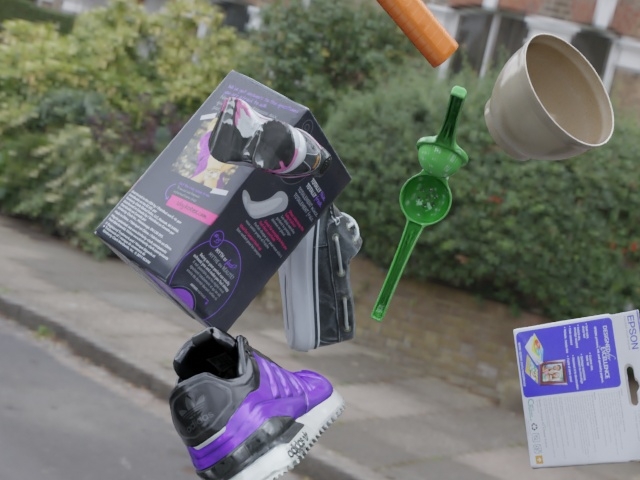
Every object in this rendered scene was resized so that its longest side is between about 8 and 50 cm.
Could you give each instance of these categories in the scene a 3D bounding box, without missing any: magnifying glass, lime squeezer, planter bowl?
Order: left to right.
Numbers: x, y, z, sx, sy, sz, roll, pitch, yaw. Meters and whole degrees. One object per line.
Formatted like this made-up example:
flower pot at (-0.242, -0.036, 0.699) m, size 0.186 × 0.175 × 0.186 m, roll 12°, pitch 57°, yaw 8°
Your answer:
magnifying glass at (0.030, -0.235, 0.882) m, size 0.231 × 0.092 × 0.026 m, roll 46°, pitch -12°, yaw -14°
lime squeezer at (0.108, -0.059, 1.138) m, size 0.059 × 0.310 × 0.110 m, roll 35°, pitch 44°, yaw 19°
planter bowl at (0.281, -0.167, 1.392) m, size 0.162 × 0.162 × 0.109 m, roll 9°, pitch -30°, yaw -37°

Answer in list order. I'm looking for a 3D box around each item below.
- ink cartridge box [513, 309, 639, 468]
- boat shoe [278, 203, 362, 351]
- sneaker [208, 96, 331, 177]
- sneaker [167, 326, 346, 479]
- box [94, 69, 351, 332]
ink cartridge box at (0.380, 0.213, 1.533) m, size 0.208 × 0.206 × 0.045 m, roll -15°, pitch -14°, yaw 43°
boat shoe at (0.000, 0.000, 1.598) m, size 0.119 × 0.335 × 0.121 m, roll -7°, pitch 24°, yaw -16°
sneaker at (-0.054, -0.097, 1.157) m, size 0.077 × 0.072 × 0.178 m, roll 20°, pitch 9°, yaw -37°
sneaker at (-0.067, 0.142, 1.036) m, size 0.146 × 0.102 × 0.293 m, roll 54°, pitch 10°, yaw 2°
box at (-0.116, -0.045, 1.350) m, size 0.143 × 0.270 × 0.165 m, roll 32°, pitch -14°, yaw 34°
